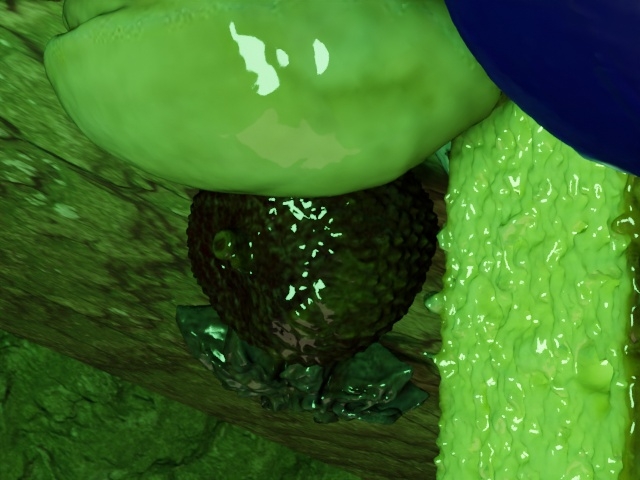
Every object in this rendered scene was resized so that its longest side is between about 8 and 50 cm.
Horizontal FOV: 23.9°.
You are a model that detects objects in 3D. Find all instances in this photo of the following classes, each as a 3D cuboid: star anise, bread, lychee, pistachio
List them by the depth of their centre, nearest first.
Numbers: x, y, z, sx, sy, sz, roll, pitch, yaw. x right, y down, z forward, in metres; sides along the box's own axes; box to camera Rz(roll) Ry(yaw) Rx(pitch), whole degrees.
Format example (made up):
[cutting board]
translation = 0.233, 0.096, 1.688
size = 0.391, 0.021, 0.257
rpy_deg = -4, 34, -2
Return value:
[pistachio]
translation = -0.034, -0.103, 0.822
size = 0.293, 0.162, 0.181
rpy_deg = 6, 174, 40
[bread]
translation = 0.181, 0.029, 0.831
size = 0.179, 0.340, 0.194
rpy_deg = -1, -175, -32
[lychee]
translation = -0.005, -0.003, 1.136
size = 0.194, 0.194, 0.194
rpy_deg = 17, 166, 5
[star anise]
translation = -0.027, 0.156, 1.860
size = 0.332, 0.117, 0.331
rpy_deg = 13, 161, 4

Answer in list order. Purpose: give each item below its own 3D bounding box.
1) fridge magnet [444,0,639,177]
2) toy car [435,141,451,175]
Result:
[fridge magnet]
translation = 0.175, -0.107, 0.595
size = 0.265, 0.112, 0.265
rpy_deg = 13, 150, 8
[toy car]
translation = 0.133, -0.027, 1.023
size = 0.205, 0.056, 0.095
rpy_deg = 30, -157, -41
